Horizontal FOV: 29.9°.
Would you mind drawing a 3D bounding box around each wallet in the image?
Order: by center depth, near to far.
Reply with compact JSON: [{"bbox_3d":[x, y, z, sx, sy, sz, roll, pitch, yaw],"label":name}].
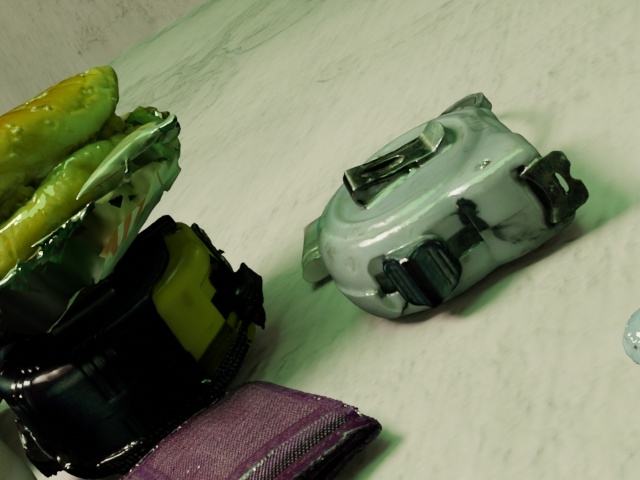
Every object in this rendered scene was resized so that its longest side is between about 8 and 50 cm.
[{"bbox_3d":[-0.045,0.122,0.668,0.111,0.030,0.166,-44,20,-20],"label":"wallet"}]

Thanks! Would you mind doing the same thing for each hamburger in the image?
[{"bbox_3d":[-0.172,-0.034,0.778,0.214,0.125,0.235,-53,9,-34],"label":"hamburger"}]

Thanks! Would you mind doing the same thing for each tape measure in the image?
[{"bbox_3d":[0.058,-0.050,0.823,0.164,0.084,0.330,-31,20,0],"label":"tape measure"},{"bbox_3d":[-0.131,0.070,0.826,0.199,0.112,0.186,-38,21,-4],"label":"tape measure"}]

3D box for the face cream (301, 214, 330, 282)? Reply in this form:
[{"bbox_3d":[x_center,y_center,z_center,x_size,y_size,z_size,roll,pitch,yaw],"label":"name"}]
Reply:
[{"bbox_3d":[0.000,0.000,0.902,0.038,0.020,0.115,-32,18,13],"label":"face cream"}]

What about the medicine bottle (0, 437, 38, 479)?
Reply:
[{"bbox_3d":[-0.359,0.248,0.766,0.375,0.123,0.282,-23,24,31],"label":"medicine bottle"}]

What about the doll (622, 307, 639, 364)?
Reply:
[{"bbox_3d":[0.185,0.026,0.429,0.120,0.075,0.180,-39,18,1],"label":"doll"}]

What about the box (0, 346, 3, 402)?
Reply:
[{"bbox_3d":[-0.321,0.117,0.951,0.144,0.090,0.201,-49,-4,-35],"label":"box"}]
